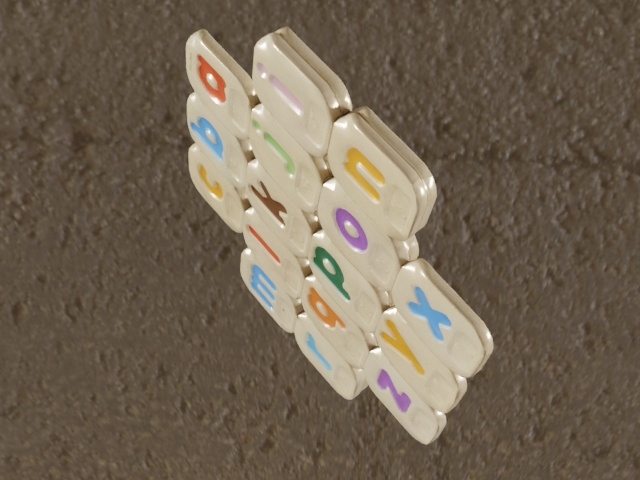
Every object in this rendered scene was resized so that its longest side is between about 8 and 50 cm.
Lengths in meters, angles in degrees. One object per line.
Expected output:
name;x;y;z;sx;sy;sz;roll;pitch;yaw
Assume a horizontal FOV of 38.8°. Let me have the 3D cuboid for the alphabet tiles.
alphabet tiles;0.000;0.000;0.602;0.021;0.284;0.278;-33;67;-24
